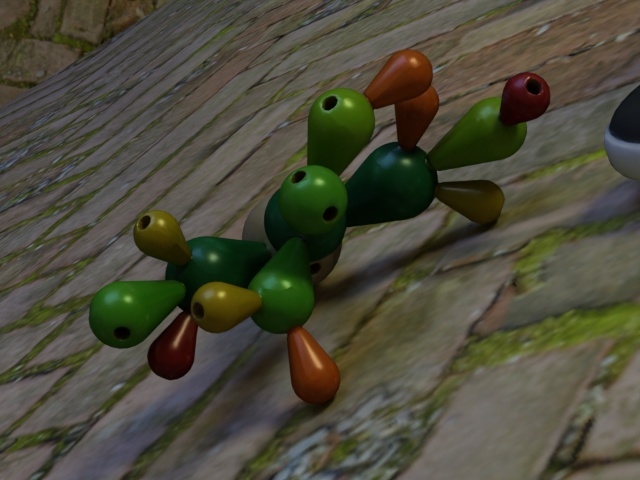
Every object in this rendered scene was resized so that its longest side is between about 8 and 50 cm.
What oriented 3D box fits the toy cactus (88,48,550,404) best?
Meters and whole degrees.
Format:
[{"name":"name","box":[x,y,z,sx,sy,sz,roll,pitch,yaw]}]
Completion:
[{"name":"toy cactus","box":[0.000,0.000,0.645,0.219,0.112,0.180,-38,-1,-11]}]

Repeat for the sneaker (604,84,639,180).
[{"name":"sneaker","box":[0.214,-0.126,0.494,0.295,0.147,0.104,-22,21,33]}]
